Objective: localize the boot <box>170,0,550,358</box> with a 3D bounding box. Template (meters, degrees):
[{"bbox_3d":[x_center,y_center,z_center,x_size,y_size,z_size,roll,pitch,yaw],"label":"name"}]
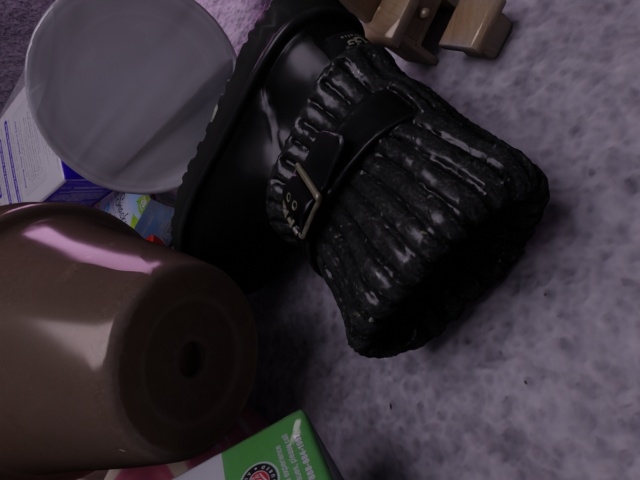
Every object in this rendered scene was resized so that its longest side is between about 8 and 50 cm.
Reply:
[{"bbox_3d":[-0.003,0.000,0.490,0.260,0.131,0.348,53,138,27],"label":"boot"}]

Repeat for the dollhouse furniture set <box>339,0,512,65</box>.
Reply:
[{"bbox_3d":[0.168,-0.267,0.363,0.355,0.173,0.303,34,101,53],"label":"dollhouse furniture set"}]

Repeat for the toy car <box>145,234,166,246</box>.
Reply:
[{"bbox_3d":[-0.236,0.138,0.774,0.225,0.053,0.239,-57,38,16],"label":"toy car"}]

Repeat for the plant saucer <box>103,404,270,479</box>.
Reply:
[{"bbox_3d":[-0.145,0.317,0.551,0.332,0.084,0.332,-25,56,43],"label":"plant saucer"}]

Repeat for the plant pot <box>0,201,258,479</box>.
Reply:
[{"bbox_3d":[-0.183,0.089,0.499,0.229,0.263,0.263,-3,70,36],"label":"plant pot"}]

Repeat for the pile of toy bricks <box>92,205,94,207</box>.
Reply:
[{"bbox_3d":[-0.429,-0.151,1.115,0.118,0.105,0.212,-44,63,8],"label":"pile of toy bricks"}]

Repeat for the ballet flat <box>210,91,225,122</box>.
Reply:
[{"bbox_3d":[-0.123,-0.113,0.750,0.168,0.057,0.052,-69,25,15],"label":"ballet flat"}]

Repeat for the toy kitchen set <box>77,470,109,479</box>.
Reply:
[{"bbox_3d":[-0.364,0.389,0.794,0.207,0.122,0.166,-7,67,28],"label":"toy kitchen set"}]

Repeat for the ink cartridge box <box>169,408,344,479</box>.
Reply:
[{"bbox_3d":[-0.090,0.264,0.329,0.289,0.122,0.211,-27,27,-5],"label":"ink cartridge box"}]

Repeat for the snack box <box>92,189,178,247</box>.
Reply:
[{"bbox_3d":[-0.297,-0.039,0.919,0.174,0.070,0.207,-55,40,18],"label":"snack box"}]

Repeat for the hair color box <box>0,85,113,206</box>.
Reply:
[{"bbox_3d":[-0.457,-0.133,0.970,0.338,0.110,0.185,-19,82,43],"label":"hair color box"}]

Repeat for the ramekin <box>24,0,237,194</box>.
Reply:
[{"bbox_3d":[-0.248,-0.206,0.791,0.273,0.272,0.127,-64,25,7],"label":"ramekin"}]
